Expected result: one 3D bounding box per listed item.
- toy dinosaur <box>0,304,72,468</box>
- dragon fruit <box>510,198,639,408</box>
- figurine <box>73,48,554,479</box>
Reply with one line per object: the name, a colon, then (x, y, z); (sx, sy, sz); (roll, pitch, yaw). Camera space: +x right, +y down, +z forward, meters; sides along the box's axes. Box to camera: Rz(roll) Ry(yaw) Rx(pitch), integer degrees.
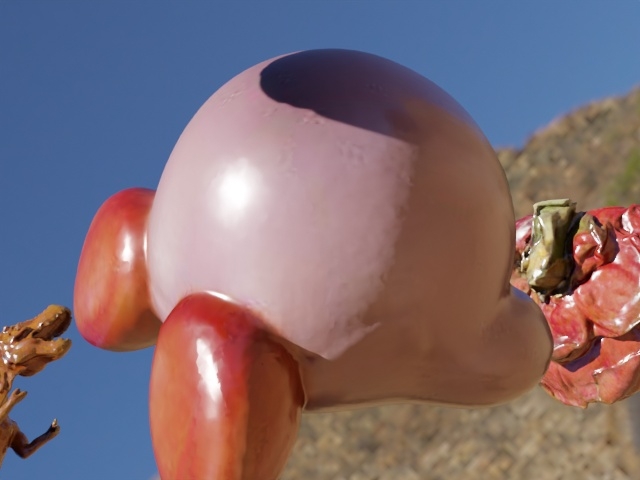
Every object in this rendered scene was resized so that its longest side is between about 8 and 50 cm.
toy dinosaur: (-0.349, 0.253, 1.628); (0.432, 0.208, 0.097); (-52, -49, 0)
dragon fruit: (0.270, 0.079, 1.899); (0.317, 0.205, 0.152); (-46, 23, 47)
figurine: (-0.007, -0.003, 1.047); (0.261, 0.270, 0.211); (-15, -55, -16)
